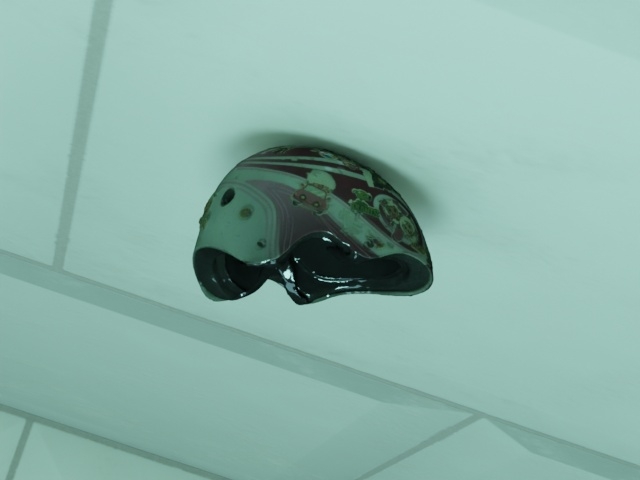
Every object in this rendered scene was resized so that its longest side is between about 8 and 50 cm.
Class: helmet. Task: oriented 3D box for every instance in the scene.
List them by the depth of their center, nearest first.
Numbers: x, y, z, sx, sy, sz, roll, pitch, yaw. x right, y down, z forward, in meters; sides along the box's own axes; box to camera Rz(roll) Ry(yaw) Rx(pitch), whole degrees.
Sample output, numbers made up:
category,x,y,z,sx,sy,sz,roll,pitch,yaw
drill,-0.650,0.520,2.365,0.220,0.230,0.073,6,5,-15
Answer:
category,x,y,z,sx,sy,sz,roll,pitch,yaw
helmet,-0.007,-0.015,1.169,0.176,0.107,0.153,2,163,-18
